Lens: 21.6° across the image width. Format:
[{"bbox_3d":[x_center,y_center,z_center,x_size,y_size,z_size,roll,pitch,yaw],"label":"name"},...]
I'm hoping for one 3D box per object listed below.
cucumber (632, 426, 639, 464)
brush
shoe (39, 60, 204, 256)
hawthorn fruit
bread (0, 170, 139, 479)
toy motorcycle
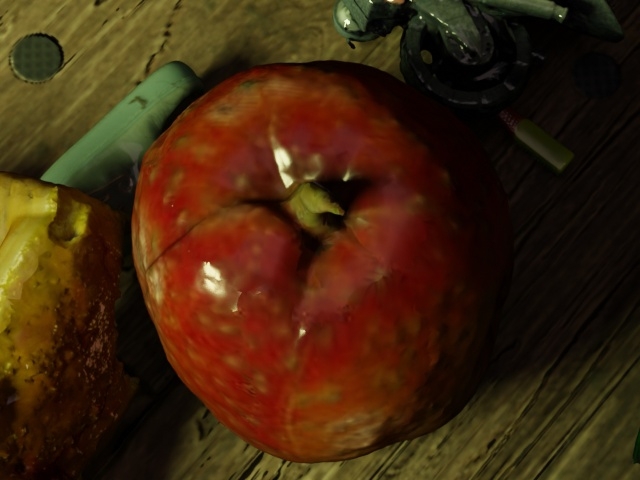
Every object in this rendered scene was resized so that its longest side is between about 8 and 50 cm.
[{"bbox_3d":[0.283,0.073,1.123,0.069,0.069,0.227,36,73,7],"label":"cucumber"},{"bbox_3d":[0.140,-0.078,1.180,0.083,0.021,0.019,39,77,2],"label":"brush"},{"bbox_3d":[-0.130,-0.033,1.125,0.078,0.079,0.195,32,71,14],"label":"shoe"},{"bbox_3d":[0.001,0.007,1.036,0.258,0.262,0.258,-19,50,23],"label":"hawthorn fruit"},{"bbox_3d":[-0.197,0.154,1.021,0.109,0.185,0.380,10,75,33],"label":"bread"},{"bbox_3d":[0.071,-0.227,1.178,0.173,0.108,0.307,-33,78,-14],"label":"toy motorcycle"}]
